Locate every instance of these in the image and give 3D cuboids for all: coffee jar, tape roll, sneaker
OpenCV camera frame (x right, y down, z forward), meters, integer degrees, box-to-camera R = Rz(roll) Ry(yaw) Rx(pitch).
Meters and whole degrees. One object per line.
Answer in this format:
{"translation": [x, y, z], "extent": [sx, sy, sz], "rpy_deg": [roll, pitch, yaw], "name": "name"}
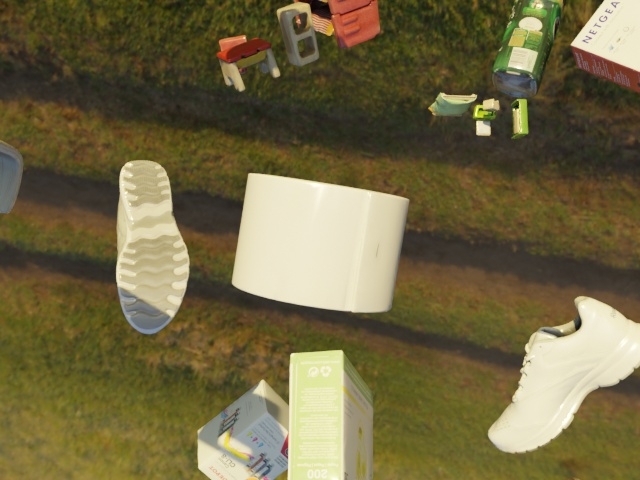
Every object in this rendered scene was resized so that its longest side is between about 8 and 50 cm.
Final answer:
{"translation": [0.340, -0.334, 1.179], "extent": [0.079, 0.185, 0.096], "rpy_deg": [17, 170, 20], "name": "coffee jar"}
{"translation": [0.000, 0.000, 1.082], "extent": [0.246, 0.169, 0.246], "rpy_deg": [9, -178, 0], "name": "tape roll"}
{"translation": [-0.263, 0.018, 1.127], "extent": [0.105, 0.281, 0.115], "rpy_deg": [2, 150, -17], "name": "sneaker"}
{"translation": [0.353, 0.204, 1.110], "extent": [0.129, 0.111, 0.297], "rpy_deg": [38, 109, 0], "name": "sneaker"}

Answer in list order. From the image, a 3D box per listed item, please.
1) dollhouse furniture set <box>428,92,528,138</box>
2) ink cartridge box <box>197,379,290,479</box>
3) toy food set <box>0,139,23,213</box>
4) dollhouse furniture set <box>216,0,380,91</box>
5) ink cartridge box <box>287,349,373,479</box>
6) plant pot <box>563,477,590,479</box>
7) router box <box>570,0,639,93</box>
{"translation": [0.255, -0.197, 1.174], "extent": [0.151, 0.059, 0.076], "rpy_deg": [1, 175, -5], "name": "dollhouse furniture set"}
{"translation": [-0.135, 0.394, 1.419], "extent": [0.176, 0.127, 0.128], "rpy_deg": [-39, 111, 6], "name": "ink cartridge box"}
{"translation": [-0.377, -0.094, 0.508], "extent": [0.219, 0.092, 0.306], "rpy_deg": [28, 179, 4], "name": "toy food set"}
{"translation": [-0.076, -0.476, 1.575], "extent": [0.201, 0.374, 0.152], "rpy_deg": [36, 146, 51], "name": "dollhouse furniture set"}
{"translation": [0.010, 0.238, 0.670], "extent": [0.056, 0.235, 0.171], "rpy_deg": [-5, 154, 12], "name": "ink cartridge box"}
{"translation": [0.266, 0.331, 0.764], "extent": [0.110, 0.237, 0.237], "rpy_deg": [48, 152, 14], "name": "plant pot"}
{"translation": [0.697, -0.420, 1.354], "extent": [0.301, 0.335, 0.082], "rpy_deg": [36, 178, 36], "name": "router box"}
